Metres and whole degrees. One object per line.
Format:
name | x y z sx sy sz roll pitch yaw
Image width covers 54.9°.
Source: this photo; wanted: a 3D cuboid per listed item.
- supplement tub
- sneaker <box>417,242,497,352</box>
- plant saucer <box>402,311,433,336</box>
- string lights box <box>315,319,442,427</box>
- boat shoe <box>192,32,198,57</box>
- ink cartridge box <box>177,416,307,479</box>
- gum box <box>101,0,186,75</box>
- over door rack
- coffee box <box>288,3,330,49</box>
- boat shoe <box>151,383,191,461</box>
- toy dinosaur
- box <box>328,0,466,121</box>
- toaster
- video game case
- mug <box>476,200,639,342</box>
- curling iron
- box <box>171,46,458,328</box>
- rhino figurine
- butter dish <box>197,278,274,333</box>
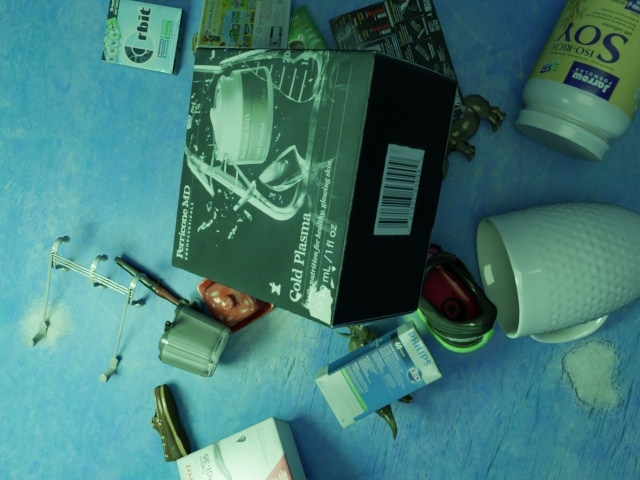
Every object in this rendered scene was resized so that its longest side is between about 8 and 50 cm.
supplement tub | 0.588 -0.362 1.330 0.241 0.241 0.331 25 97 3
sneaker | 0.212 0.043 1.395 0.483 0.202 0.185 39 68 10
plant saucer | 0.286 0.146 1.514 0.194 0.037 0.195 0 95 5
string lights box | 0.133 0.308 1.425 0.259 0.077 0.133 -29 94 7
boat shoe | -0.218 -0.356 1.478 0.110 0.104 0.307 -34 92 8
ink cartridge box | -0.191 0.594 1.526 0.283 0.117 0.207 -26 62 8
gum box | -0.435 -0.502 1.517 0.184 0.041 0.157 11 97 4
over door rack | -0.594 0.169 1.579 0.239 0.108 0.324 25 112 3
coffee box | -0.039 -0.458 1.483 0.113 0.040 0.184 -31 92 7
boat shoe | -0.402 0.477 1.596 0.073 0.073 0.207 -15 94 5
toy dinosaur | 0.145 0.327 1.524 0.160 0.121 0.314 -6 100 18
box | 0.174 -0.396 1.416 0.242 0.076 0.308 -16 80 7
toaster | -0.306 0.247 1.500 0.146 0.227 0.129 23 61 -4
video game case | -0.173 -0.524 1.436 0.206 0.026 0.227 3 66 0
mug | 0.556 0.087 1.389 0.328 0.276 0.374 -12 125 0
curling iron | -0.410 0.116 1.576 0.274 0.035 0.068 33 135 5
box | -0.029 -0.127 1.264 0.471 0.297 0.480 15 101 40
rhino figurine | 0.322 -0.236 1.455 0.106 0.073 0.243 40 99 -3
butter dish | -0.219 0.145 1.523 0.160 0.118 0.160 -31 93 7
